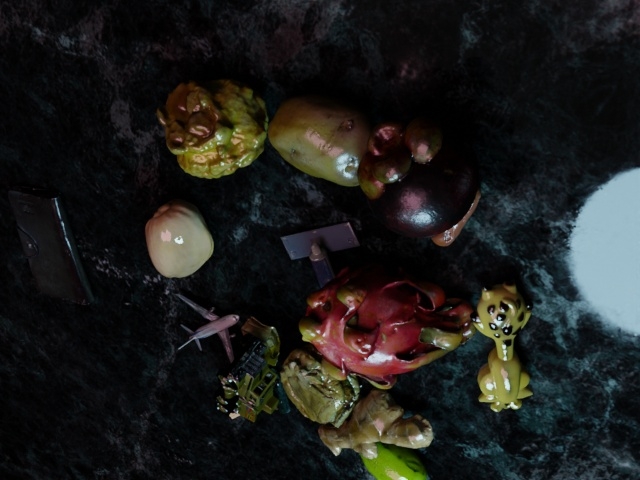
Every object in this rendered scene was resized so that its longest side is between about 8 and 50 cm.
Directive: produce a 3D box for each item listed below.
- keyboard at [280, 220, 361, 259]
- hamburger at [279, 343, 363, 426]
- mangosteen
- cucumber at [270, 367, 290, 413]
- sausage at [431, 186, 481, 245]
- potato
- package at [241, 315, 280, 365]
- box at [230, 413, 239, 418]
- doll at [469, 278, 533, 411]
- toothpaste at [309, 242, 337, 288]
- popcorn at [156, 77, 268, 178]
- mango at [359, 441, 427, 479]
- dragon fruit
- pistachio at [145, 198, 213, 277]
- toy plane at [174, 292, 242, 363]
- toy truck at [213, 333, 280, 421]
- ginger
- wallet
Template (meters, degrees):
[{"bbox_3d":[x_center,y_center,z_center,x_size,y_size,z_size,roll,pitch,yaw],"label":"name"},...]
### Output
[{"bbox_3d":[-0.001,0.000,1.770,0.176,0.014,0.055,-13,115,37],"label":"keyboard"},{"bbox_3d":[0.007,0.310,1.936,0.183,0.130,0.206,47,149,12],"label":"hamburger"},{"bbox_3d":[0.160,-0.104,1.458,0.210,0.210,0.210,16,130,20],"label":"mangosteen"},{"bbox_3d":[-0.097,0.348,2.083,0.032,0.032,0.133,6,125,28],"label":"cucumber"},{"bbox_3d":[0.242,-0.041,1.577,0.036,0.042,0.158,5,140,-20],"label":"sausage"},{"bbox_3d":[0.006,-0.177,1.543,0.200,0.137,0.154,29,129,16],"label":"potato"},{"bbox_3d":[-0.130,0.226,1.997,0.071,0.047,0.131,19,151,21],"label":"package"},{"bbox_3d":[-0.211,0.408,2.209,0.058,0.015,0.093,49,134,-8],"label":"box"},{"bbox_3d":[0.343,0.199,1.659,0.117,0.086,0.291,-8,120,5],"label":"doll"},{"bbox_3d":[0.014,0.077,1.799,0.057,0.034,0.197,3,137,26],"label":"toothpaste"},{"bbox_3d":[-0.189,-0.209,1.610,0.198,0.197,0.155,7,155,27],"label":"popcorn"},{"bbox_3d":[0.160,0.508,2.002,0.178,0.100,0.119,36,139,18],"label":"mango"},{"bbox_3d":[0.119,0.147,1.668,0.307,0.227,0.243,-31,88,5],"label":"dragon fruit"},{"bbox_3d":[-0.301,0.006,1.887,0.145,0.117,0.200,17,132,13],"label":"pistachio"},{"bbox_3d":[-0.247,0.200,2.044,0.226,0.058,0.226,-30,101,39],"label":"toy plane"},{"bbox_3d":[-0.157,0.320,1.984,0.127,0.127,0.257,32,152,15],"label":"toy truck"},{"bbox_3d":[0.105,0.412,1.960,0.334,0.081,0.148,-28,87,42],"label":"ginger"},{"bbox_3d":[-0.661,0.012,2.163,0.172,0.045,0.318,10,126,23],"label":"wallet"}]
